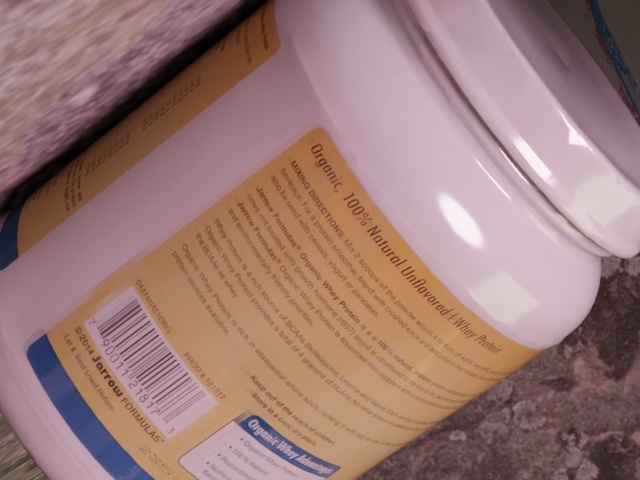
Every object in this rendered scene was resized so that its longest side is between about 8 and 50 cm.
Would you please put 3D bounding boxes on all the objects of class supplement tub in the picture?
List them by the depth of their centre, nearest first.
[{"bbox_3d":[0.000,0.000,0.542,0.199,0.144,0.144,-36,175,19],"label":"supplement tub"}]

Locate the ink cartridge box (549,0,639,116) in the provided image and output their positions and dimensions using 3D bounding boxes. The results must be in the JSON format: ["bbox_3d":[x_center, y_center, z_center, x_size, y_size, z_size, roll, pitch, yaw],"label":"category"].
[{"bbox_3d":[0.183,-0.103,0.748,0.127,0.072,0.175,-15,-172,-15],"label":"ink cartridge box"}]
